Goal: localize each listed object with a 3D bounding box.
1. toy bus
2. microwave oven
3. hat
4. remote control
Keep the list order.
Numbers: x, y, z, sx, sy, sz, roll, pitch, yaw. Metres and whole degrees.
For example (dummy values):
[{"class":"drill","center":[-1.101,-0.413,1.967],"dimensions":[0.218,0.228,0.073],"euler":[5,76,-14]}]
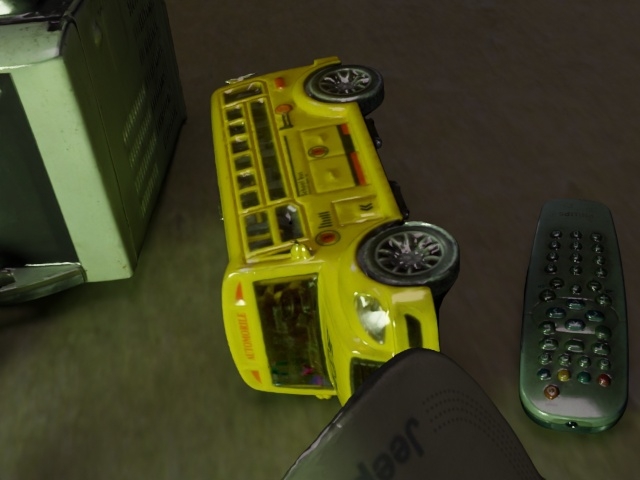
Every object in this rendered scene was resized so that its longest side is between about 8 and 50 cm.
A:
[{"class":"toy bus","center":[0.000,0.000,0.690],"dimensions":[0.152,0.144,0.330],"euler":[-10,38,-4]},{"class":"microwave oven","center":[-0.347,-0.128,0.800],"dimensions":[0.394,0.247,0.333],"euler":[-3,36,5]},{"class":"hat","center":[0.093,0.180,0.422],"dimensions":[0.149,0.244,0.214],"euler":[2,37,44]},{"class":"remote control","center":[0.183,0.046,0.686],"dimensions":[0.072,0.042,0.222],"euler":[4,41,13]}]
